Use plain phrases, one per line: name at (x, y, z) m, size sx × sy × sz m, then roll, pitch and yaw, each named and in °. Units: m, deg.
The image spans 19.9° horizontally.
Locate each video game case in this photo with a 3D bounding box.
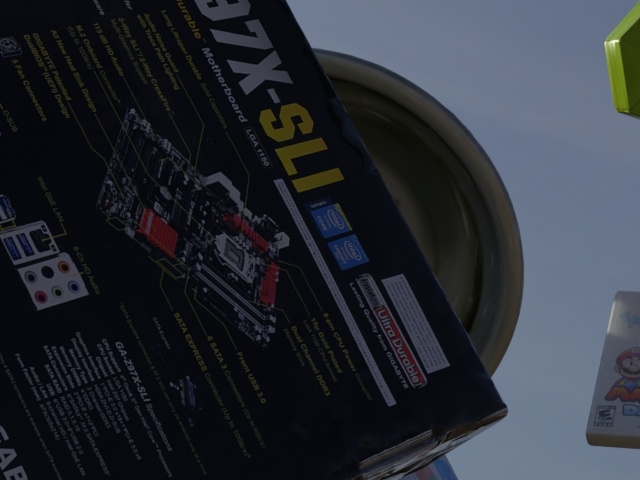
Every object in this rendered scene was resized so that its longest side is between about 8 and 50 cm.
video game case at (0.281, 0.095, 1.324) m, size 0.157 × 0.143 × 0.019 m, roll 2°, pitch -45°, yaw 20°

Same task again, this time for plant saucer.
plant saucer at (0.000, 0.000, 1.707) m, size 0.401 × 0.100 × 0.400 m, roll 7°, pitch -65°, yaw 15°

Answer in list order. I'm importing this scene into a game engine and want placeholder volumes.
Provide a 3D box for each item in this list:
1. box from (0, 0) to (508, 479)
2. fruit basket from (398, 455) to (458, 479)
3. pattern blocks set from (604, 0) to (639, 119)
box at (-0.101, -0.024, 0.708) m, size 0.257 × 0.322 × 0.079 m, roll -18°, pitch -14°, yaw -46°
fruit basket at (0.005, 0.065, 1.465) m, size 0.165 × 0.327 × 0.353 m, roll -39°, pitch -31°, yaw 16°
pattern blocks set at (0.304, -0.140, 1.198) m, size 0.285 × 0.324 × 0.026 m, roll -10°, pitch 11°, yaw -27°
